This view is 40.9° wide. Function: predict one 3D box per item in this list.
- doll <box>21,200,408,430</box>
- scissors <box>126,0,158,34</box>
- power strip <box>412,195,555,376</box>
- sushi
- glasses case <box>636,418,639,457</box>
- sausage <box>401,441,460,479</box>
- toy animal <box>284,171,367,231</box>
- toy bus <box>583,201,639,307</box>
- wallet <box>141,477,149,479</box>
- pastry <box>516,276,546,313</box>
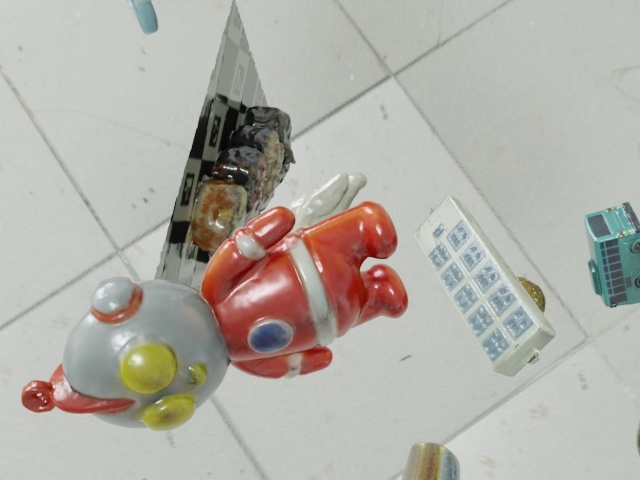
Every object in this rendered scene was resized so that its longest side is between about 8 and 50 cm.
[{"bbox_3d":[-0.064,0.053,0.528,0.245,0.142,0.076,-22,39,-12],"label":"doll"},{"bbox_3d":[-0.244,-0.404,0.927,0.029,0.191,0.360,-19,86,-9],"label":"scissors"},{"bbox_3d":[0.251,0.060,1.388,0.106,0.043,0.367,-50,39,21],"label":"power strip"},{"bbox_3d":[-0.081,-0.054,0.977,0.069,0.339,0.320,12,78,6],"label":"sushi"},{"bbox_3d":[0.517,0.171,1.101,0.098,0.425,0.156,-20,39,-31],"label":"glasses case"},{"bbox_3d":[0.220,0.491,1.739,0.125,0.317,0.117,3,105,11],"label":"sausage"},{"bbox_3d":[0.000,0.000,1.857,0.308,0.266,0.188,-27,69,14],"label":"toy animal"},{"bbox_3d":[0.469,0.029,1.356,0.092,0.160,0.079,-16,38,11],"label":"toy bus"},{"bbox_3d":[-0.375,0.555,1.734,0.039,0.155,0.110,43,90,-17],"label":"wallet"},{"bbox_3d":[0.359,0.115,1.570,0.097,0.057,0.109,0,73,27],"label":"pastry"}]
